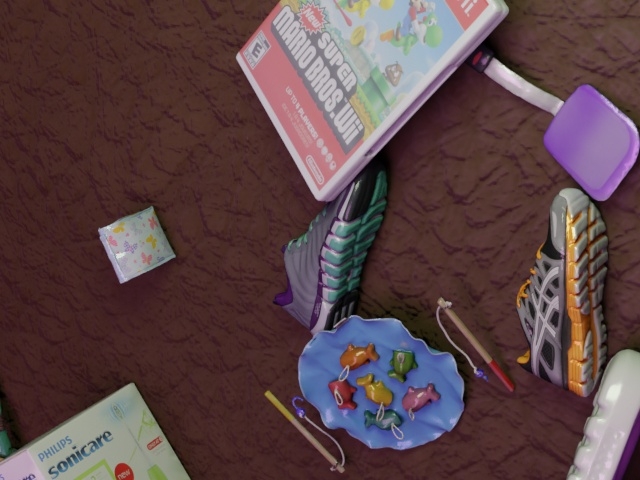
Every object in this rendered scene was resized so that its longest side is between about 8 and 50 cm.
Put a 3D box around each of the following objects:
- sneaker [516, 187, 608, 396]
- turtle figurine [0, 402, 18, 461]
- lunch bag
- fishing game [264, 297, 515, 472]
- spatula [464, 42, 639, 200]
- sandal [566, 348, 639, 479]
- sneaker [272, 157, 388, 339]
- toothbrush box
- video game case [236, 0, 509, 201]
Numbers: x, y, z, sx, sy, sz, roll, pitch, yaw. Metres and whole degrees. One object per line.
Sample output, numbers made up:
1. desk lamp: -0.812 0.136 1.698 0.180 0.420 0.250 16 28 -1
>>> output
1. sneaker: 0.233 0.052 1.335 0.083 0.084 0.215 10 113 32
2. turtle figurine: -0.432 0.315 1.790 0.175 0.118 0.234 -31 74 3
3. lunch bag: -0.221 0.007 1.582 0.053 0.083 0.071 -23 95 34
4. fishing game: 0.064 0.160 1.463 0.264 0.041 0.189 -27 113 30
5. spatula: 0.185 -0.159 1.318 0.296 0.030 0.084 40 121 13
6. sandal: 0.270 0.314 1.328 0.102 0.169 0.416 17 104 13
7. sneaker: 0.000 0.000 1.454 0.098 0.083 0.223 29 120 25
8. toothbrush box: -0.253 0.350 1.646 0.122 0.206 0.283 -32 89 35
9. video game case: 0.041 -0.204 1.351 0.285 0.025 0.204 -46 61 33
